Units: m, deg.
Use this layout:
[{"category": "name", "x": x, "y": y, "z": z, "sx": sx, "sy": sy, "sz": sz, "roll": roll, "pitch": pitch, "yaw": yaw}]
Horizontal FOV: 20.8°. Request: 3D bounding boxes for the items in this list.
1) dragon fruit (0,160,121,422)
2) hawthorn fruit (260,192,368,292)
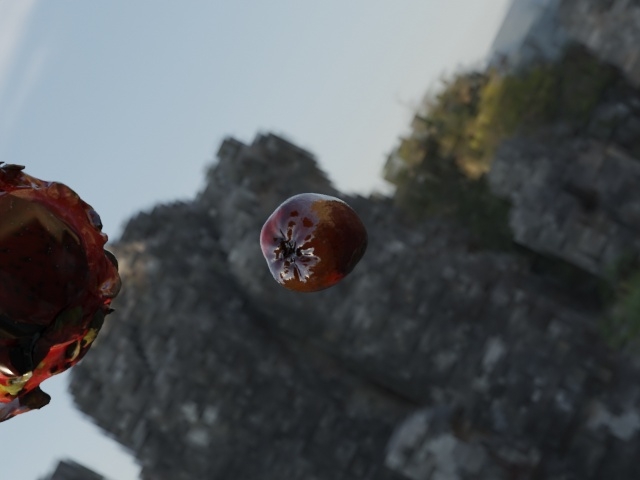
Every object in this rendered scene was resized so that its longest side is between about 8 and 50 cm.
[{"category": "dragon fruit", "x": -0.218, "y": 0.034, "z": 1.069, "sx": 0.166, "sy": 0.160, "sz": 0.172, "roll": -9, "pitch": -16, "yaw": -37}, {"category": "hawthorn fruit", "x": 0.000, "y": 0.000, "z": 1.427, "sx": 0.093, "sy": 0.081, "sz": 0.081, "roll": -20, "pitch": -39, "yaw": -54}]
